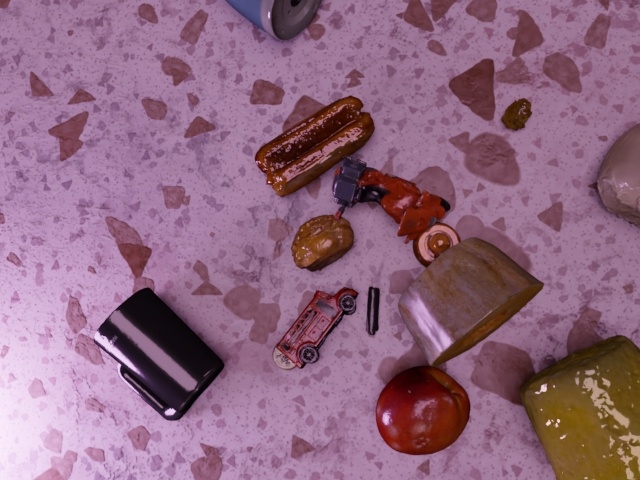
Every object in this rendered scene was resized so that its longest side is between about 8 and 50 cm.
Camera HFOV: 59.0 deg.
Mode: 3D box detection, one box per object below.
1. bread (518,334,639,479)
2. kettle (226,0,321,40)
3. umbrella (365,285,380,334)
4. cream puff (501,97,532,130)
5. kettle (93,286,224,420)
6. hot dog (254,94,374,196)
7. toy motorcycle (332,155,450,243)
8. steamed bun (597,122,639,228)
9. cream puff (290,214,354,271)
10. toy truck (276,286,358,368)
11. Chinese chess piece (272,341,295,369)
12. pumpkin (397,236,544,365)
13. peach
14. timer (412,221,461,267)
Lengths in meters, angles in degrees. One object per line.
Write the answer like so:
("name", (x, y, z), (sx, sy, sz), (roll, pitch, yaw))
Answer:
("bread", (0.658, 0.413, 1.326), (0.348, 0.348, 0.308), (-34, 77, 3))
("kettle", (-0.161, -0.771, 1.589), (0.342, 0.247, 0.319), (36, 59, 16))
("umbrella", (0.145, 0.193, 1.553), (0.036, 0.031, 0.133), (4, 87, 9))
("cream puff", (0.538, -0.342, 1.537), (0.058, 0.083, 0.083), (14, 72, -36))
("kettle", (-0.449, 0.325, 1.534), (0.308, 0.203, 0.262), (41, 89, 5))
("hot dog", (-0.014, -0.261, 1.567), (0.348, 0.117, 0.158), (-34, 86, 1))
("toy motorcycle", (0.177, -0.108, 1.490), (0.325, 0.221, 0.148), (20, 123, 9))
("steamed bun", (0.891, -0.164, 1.389), (0.333, 0.233, 0.312), (26, 90, 7))
("cream puff", (0.000, 0.000, 1.520), (0.189, 0.189, 0.129), (-29, 78, 4))
("toy truck", (-0.004, 0.220, 1.515), (0.114, 0.107, 0.253), (36, 81, 11))
("Chinese chess piece", (-0.092, 0.317, 1.570), (0.084, 0.034, 0.084), (0, 87, 7))
("pumpkin", (0.356, 0.140, 1.396), (0.332, 0.332, 0.199), (-33, 67, 3))
("peach", (0.256, 0.437, 1.440), (0.243, 0.199, 0.243), (-4, 123, -7))
("timer", (0.312, 0.010, 1.485), (0.132, 0.152, 0.132), (-1, 85, 7))
